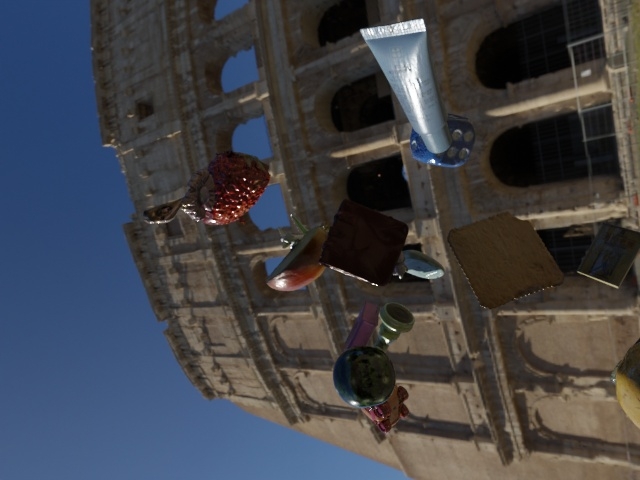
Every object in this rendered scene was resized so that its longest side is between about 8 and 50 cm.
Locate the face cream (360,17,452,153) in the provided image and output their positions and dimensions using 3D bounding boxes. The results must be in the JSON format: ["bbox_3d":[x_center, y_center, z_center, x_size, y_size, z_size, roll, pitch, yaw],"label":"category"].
[{"bbox_3d":[0.224,-0.336,0.943,0.385,0.136,0.086,42,-115,-51],"label":"face cream"}]

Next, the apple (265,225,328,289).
[{"bbox_3d":[-0.086,0.097,1.728,0.254,0.346,0.179,33,-167,-52],"label":"apple"}]

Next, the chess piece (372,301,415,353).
[{"bbox_3d":[0.330,0.463,2.032,0.176,0.176,0.298,-30,-33,-54],"label":"chess piece"}]

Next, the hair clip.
[{"bbox_3d":[-0.446,-0.128,1.381,0.300,0.069,0.173,-43,-32,-46],"label":"hair clip"}]

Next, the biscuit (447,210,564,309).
[{"bbox_3d":[0.480,0.042,1.086,0.013,0.232,0.237,75,176,-66],"label":"biscuit"}]

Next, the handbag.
[{"bbox_3d":[0.155,0.014,1.505,0.084,0.275,0.260,145,149,-85],"label":"handbag"}]

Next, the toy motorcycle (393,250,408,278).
[{"bbox_3d":[0.321,0.050,1.779,0.152,0.073,0.225,56,-160,-74],"label":"toy motorcycle"}]

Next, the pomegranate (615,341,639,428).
[{"bbox_3d":[0.829,0.349,0.961,0.264,0.264,0.264,16,-109,-54],"label":"pomegranate"}]

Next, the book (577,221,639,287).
[{"bbox_3d":[1.164,0.056,1.653,0.026,0.161,0.231,23,-85,-42],"label":"book"}]

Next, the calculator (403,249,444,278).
[{"bbox_3d":[0.457,0.111,1.980,0.299,0.185,0.041,26,-118,-19],"label":"calculator"}]

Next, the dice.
[{"bbox_3d":[0.361,-0.303,1.232,0.143,0.146,0.146,0,-66,-18],"label":"dice"}]

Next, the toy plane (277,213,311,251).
[{"bbox_3d":[-0.077,0.000,1.918,0.255,0.101,0.251,6,-124,-32],"label":"toy plane"}]

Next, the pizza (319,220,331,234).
[{"bbox_3d":[0.009,-0.024,2.304,0.268,0.087,0.258,-70,2,-62],"label":"pizza"}]

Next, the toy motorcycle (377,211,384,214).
[{"bbox_3d":[0.242,-0.051,1.890,0.084,0.118,0.212,-124,19,-47],"label":"toy motorcycle"}]

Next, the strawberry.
[{"bbox_3d":[-0.373,-0.218,1.803,0.292,0.292,0.343,-2,-68,-56],"label":"strawberry"}]

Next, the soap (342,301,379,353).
[{"bbox_3d":[0.186,0.431,1.915,0.181,0.081,0.259,-63,-5,-66],"label":"soap"}]

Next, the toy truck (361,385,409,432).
[{"bbox_3d":[0.313,0.834,2.136,0.189,0.239,0.265,-25,-57,-30],"label":"toy truck"}]

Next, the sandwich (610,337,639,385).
[{"bbox_3d":[1.118,0.412,1.409,0.212,0.109,0.292,-4,-55,-34],"label":"sandwich"}]

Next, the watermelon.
[{"bbox_3d":[0.180,0.567,1.720,0.269,0.269,0.269,16,-109,-54],"label":"watermelon"}]
